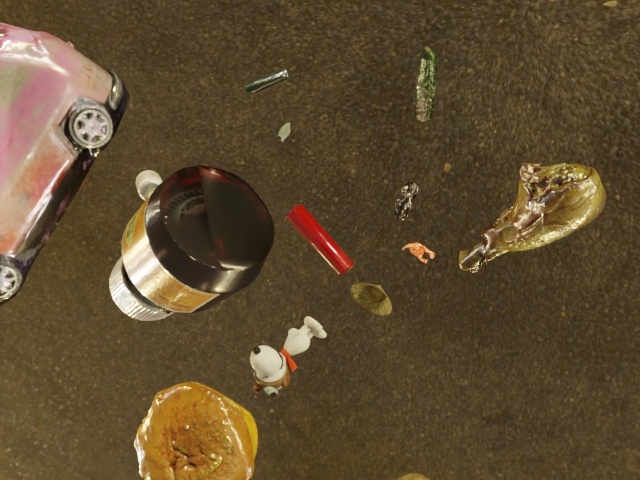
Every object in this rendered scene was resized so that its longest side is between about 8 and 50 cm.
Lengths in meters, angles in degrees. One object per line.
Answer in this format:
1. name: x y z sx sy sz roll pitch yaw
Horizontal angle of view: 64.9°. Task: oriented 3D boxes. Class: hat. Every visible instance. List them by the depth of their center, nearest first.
1. hat: 0.173 0.163 1.577 0.146 0.067 0.145 24 143 20

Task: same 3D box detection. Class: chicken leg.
1. chicken leg: 0.224 -0.025 0.567 0.178 0.070 0.093 -47 62 39

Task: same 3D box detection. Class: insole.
1. insole: -0.104 -0.315 1.458 0.002 0.152 0.053 39 106 -22

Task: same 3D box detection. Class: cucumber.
1. cucumber: -0.151 -0.437 1.391 0.032 0.133 0.032 52 160 28
2. cucumber: 0.329 -0.488 1.569 0.068 0.067 0.293 15 152 15

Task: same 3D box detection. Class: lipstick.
1. lipstick: 0.000 0.000 1.703 0.279 0.073 0.073 48 122 10

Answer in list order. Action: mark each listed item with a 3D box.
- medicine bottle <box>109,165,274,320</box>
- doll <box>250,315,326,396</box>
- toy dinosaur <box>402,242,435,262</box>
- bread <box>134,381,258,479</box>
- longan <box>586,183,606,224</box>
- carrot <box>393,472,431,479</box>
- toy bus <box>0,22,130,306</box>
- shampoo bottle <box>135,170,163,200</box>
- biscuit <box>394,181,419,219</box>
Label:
1. medicine bottle: -0.279 0.042 0.985 0.242 0.242 0.395 49 133 -5
2. doll: -0.034 0.114 0.502 0.040 0.085 0.058 29 136 46
3. toy dinosaur: 0.400 0.044 1.993 0.055 0.280 0.101 -52 51 12
4. bread: -0.256 0.426 1.050 0.269 0.146 0.268 -1 84 8
5. longan: 0.472 -0.077 0.942 0.114 0.092 0.113 0 84 2
6. carrot: 0.050 0.311 0.539 0.070 0.070 0.342 32 138 6
7. toy bus: -0.328 -0.071 0.502 0.128 0.147 0.302 24 83 42
8. shampoo bottle: -0.469 -0.139 1.400 0.074 0.192 0.073 -10 116 -20
9. biscuit: 0.196 -0.092 1.158 0.027 0.089 0.087 20 156 -9
